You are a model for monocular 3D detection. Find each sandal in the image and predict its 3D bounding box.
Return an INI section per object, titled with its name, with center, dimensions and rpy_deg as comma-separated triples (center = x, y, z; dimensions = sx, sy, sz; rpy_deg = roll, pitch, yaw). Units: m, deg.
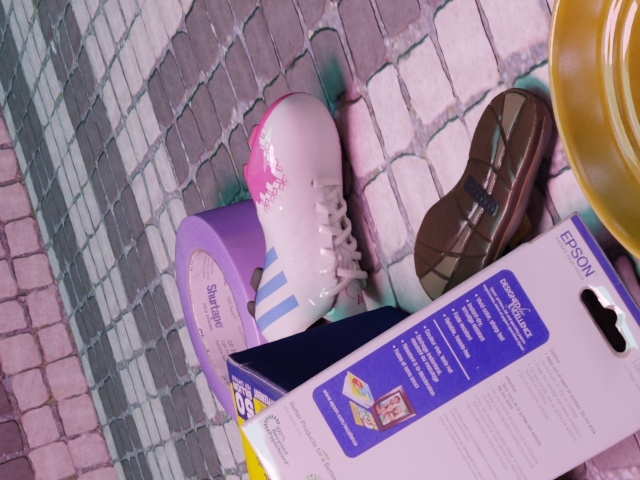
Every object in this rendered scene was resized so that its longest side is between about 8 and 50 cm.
[sandal]
center = 0.141, -0.029, 1.066
dimensions = 0.090, 0.060, 0.219
rpy_deg = 53, 135, 41

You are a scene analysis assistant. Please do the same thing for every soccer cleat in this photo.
[soccer cleat]
center = 0.000, 0.000, 1.364
dimensions = 0.143, 0.116, 0.331
rpy_deg = 36, 141, 33

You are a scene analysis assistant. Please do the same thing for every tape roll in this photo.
[tape roll]
center = -0.091, 0.090, 1.632
dimensions = 0.275, 0.090, 0.275
rpy_deg = 46, 143, 49

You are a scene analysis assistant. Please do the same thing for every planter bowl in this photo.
[planter bowl]
center = 0.232, -0.091, 0.760
dimensions = 0.217, 0.090, 0.217
rpy_deg = 46, 145, 47

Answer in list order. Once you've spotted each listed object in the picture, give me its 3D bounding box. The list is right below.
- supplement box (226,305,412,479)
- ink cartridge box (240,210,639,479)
[supplement box]
center = 0.059, 0.272, 1.266
dimensions = 0.194, 0.195, 0.356
rpy_deg = 19, 122, 63
[ink cartridge box]
center = 0.111, 0.131, 1.022
dimensions = 0.333, 0.065, 0.165
rpy_deg = -34, 79, 21
